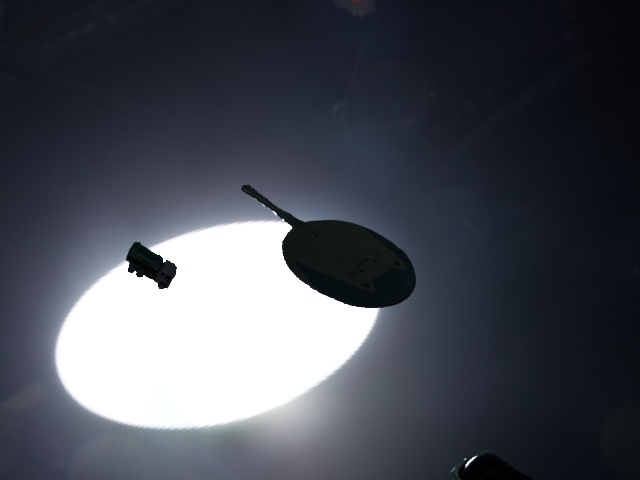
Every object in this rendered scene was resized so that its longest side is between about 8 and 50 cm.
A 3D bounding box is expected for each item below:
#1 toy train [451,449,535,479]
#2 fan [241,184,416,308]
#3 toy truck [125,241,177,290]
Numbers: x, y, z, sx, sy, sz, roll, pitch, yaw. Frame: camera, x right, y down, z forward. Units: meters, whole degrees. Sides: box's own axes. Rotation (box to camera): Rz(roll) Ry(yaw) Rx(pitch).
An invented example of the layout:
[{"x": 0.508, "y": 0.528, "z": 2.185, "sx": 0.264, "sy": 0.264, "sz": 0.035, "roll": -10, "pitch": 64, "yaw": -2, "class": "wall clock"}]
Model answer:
[{"x": 0.165, "y": 0.214, "z": 0.783, "sx": 0.043, "sy": 0.047, "sz": 0.207, "roll": -31, "pitch": -162, "yaw": -13, "class": "toy train"}, {"x": 0.000, "y": 0.000, "z": 0.827, "sx": 0.175, "sy": 0.005, "sz": 0.113, "roll": 35, "pitch": -143, "yaw": 22, "class": "fan"}, {"x": -0.256, "y": 0.038, "z": 1.537, "sx": 0.044, "sy": 0.083, "sz": 0.039, "roll": -49, "pitch": -160, "yaw": 26, "class": "toy truck"}]
